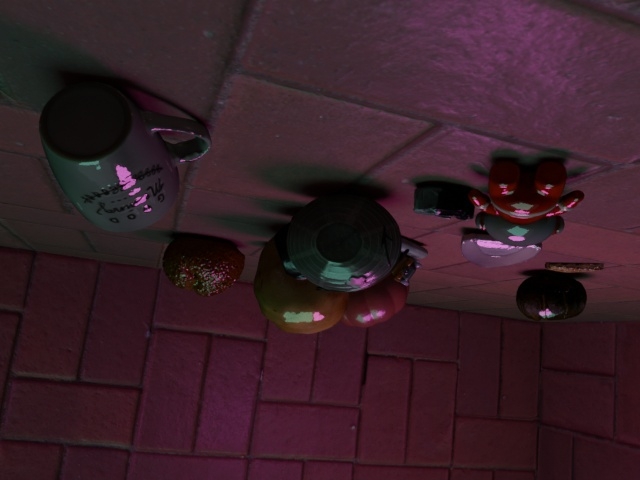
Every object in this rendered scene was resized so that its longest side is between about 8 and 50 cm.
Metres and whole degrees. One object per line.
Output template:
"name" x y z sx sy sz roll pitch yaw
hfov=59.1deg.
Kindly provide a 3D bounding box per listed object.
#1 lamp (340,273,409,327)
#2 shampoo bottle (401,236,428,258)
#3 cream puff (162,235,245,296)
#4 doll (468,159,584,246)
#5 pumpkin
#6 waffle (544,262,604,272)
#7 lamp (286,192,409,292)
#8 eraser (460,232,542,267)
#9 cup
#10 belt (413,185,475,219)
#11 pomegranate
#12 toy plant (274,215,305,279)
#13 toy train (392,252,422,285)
"lamp" 0.163 0.167 2.029 0.305 0.239 0.305 -21 -157 9
"shampoo bottle" 0.259 0.018 1.720 0.069 0.041 0.191 14 176 37
"cream puff" -0.443 0.101 2.119 0.303 0.212 0.303 11 171 2
"doll" 0.393 -0.062 1.099 0.200 0.105 0.336 2 161 17
"pumpkin" 0.818 0.197 2.011 0.238 0.159 0.238 -11 -179 0
"waffle" 0.804 0.083 1.792 0.097 0.023 0.153 11 170 -26
"lamp" 0.059 0.004 1.286 0.265 0.233 0.233 -15 164 11
"eraser" 0.487 0.027 1.587 0.204 0.059 0.243 5 166 7
"cup" -0.306 -0.150 0.917 0.258 0.186 0.234 -22 165 -12
"belt" 0.258 -0.079 1.177 0.140 0.058 0.105 7 176 -24
"pomegranate" -0.044 0.128 1.758 0.332 0.332 0.332 6 169 1
"toy plant" 0.000 0.000 1.503 0.235 0.175 0.218 -21 177 -3
"toy train" 0.257 0.076 1.854 0.127 0.089 0.219 36 -173 3
